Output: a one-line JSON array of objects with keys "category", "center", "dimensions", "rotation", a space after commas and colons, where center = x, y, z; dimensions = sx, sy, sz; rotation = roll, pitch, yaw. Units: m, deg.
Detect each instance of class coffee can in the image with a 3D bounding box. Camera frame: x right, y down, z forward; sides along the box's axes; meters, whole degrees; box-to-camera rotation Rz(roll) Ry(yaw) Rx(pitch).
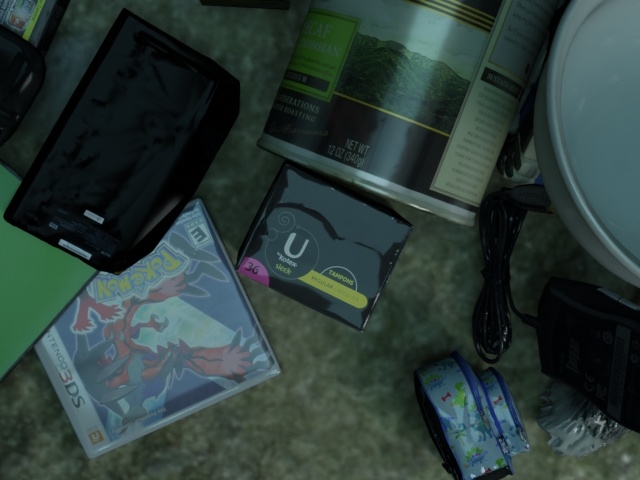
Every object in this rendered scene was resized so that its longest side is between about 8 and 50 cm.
[{"category": "coffee can", "center": [0.086, -0.173, 1.028], "dimensions": [0.202, 0.201, 0.275], "rotation": [20, 94, -4]}]

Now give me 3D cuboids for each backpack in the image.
[{"category": "backpack", "center": [0.136, 0.159, 1.111], "dimensions": [0.084, 0.105, 0.114], "rotation": [-26, 95, -2]}]

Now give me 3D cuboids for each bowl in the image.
[{"category": "bowl", "center": [0.282, -0.078, 0.956], "dimensions": [0.298, 0.134, 0.297], "rotation": [3, 79, -18]}]

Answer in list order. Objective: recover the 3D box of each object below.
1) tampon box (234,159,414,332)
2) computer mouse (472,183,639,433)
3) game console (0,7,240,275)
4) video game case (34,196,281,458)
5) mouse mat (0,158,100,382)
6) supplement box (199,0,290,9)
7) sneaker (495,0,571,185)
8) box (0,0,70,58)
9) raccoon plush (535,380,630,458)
[{"category": "tampon box", "center": [0.000, 0.000, 1.061], "dimensions": [0.120, 0.161, 0.101], "rotation": [26, 94, -4]}, {"category": "computer mouse", "center": [0.231, 0.047, 1.039], "dimensions": [0.060, 0.262, 0.184], "rotation": [-11, 109, -31]}, {"category": "game console", "center": [-0.262, -0.134, 1.043], "dimensions": [0.361, 0.044, 0.213], "rotation": [30, 95, -17]}, {"category": "video game case", "center": [-0.164, 0.082, 1.132], "dimensions": [0.201, 0.023, 0.183], "rotation": [-25, 96, 0]}, {"category": "mouse mat", "center": [-0.304, 0.035, 1.086], "dimensions": [0.152, 0.007, 0.189], "rotation": [43, 84, -15]}, {"category": "supplement box", "center": [-0.066, -0.238, 1.074], "dimensions": [0.083, 0.083, 0.056], "rotation": [2, 95, -3]}, {"category": "sneaker", "center": [0.273, -0.192, 1.088], "dimensions": [0.147, 0.130, 0.330], "rotation": [18, 98, -18]}, {"category": "box", "center": [-0.296, -0.323, 1.070], "dimensions": [0.216, 0.060, 0.270], "rotation": [24, 95, -5]}, {"category": "raccoon plush", "center": [0.456, 0.095, 1.121], "dimensions": [0.299, 0.216, 0.446], "rotation": [38, 124, -19]}]
